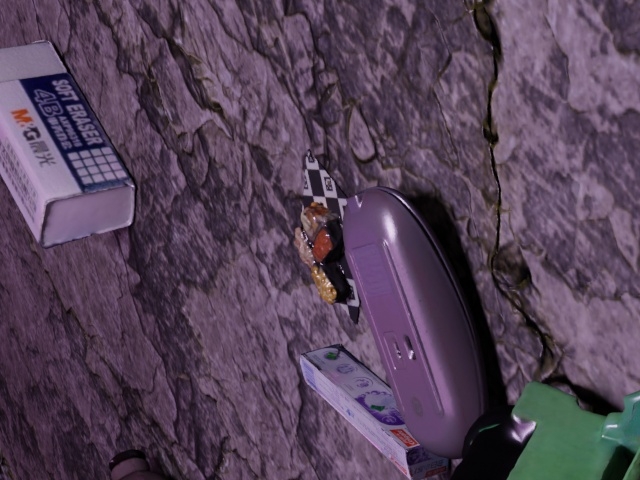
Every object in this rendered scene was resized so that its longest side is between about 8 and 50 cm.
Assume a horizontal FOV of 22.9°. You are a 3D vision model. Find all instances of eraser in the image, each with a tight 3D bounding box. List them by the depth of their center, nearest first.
[{"bbox_3d":[-0.347,-0.127,1.998,0.287,0.130,0.086,57,149,34],"label":"eraser"}]

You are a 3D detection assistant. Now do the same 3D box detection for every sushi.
[{"bbox_3d":[0.000,0.000,1.456,0.120,0.026,0.126,52,148,41],"label":"sushi"}]

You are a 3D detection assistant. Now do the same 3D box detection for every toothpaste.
[{"bbox_3d":[0.046,0.153,1.430,0.196,0.047,0.040,37,134,53],"label":"toothpaste"}]

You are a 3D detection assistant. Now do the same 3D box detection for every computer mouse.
[{"bbox_3d":[0.081,0.065,1.288,0.120,0.057,0.232,-20,89,66],"label":"computer mouse"}]

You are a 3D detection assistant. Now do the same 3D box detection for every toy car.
[{"bbox_3d":[0.150,0.259,1.104,0.176,0.213,0.359,12,126,24],"label":"toy car"}]

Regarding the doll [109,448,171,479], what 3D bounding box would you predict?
[{"bbox_3d":[-0.213,0.397,2.049,0.257,0.117,0.182,50,148,43],"label":"doll"}]
